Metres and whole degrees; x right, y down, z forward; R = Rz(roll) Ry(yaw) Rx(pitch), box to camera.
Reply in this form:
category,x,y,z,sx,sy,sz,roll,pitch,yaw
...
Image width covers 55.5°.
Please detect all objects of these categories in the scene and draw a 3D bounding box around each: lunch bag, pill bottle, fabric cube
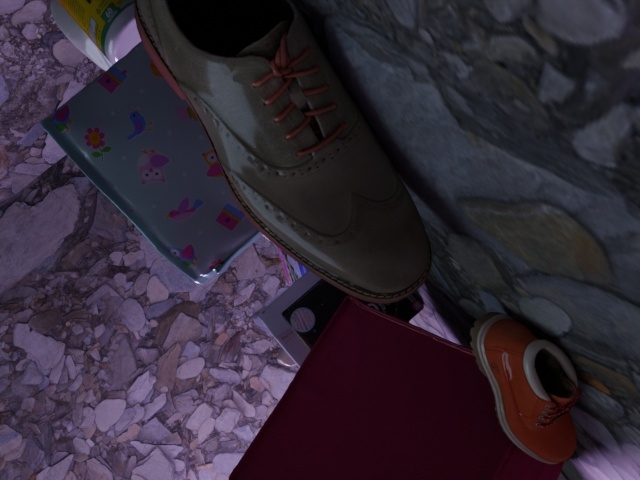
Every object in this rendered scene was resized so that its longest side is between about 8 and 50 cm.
category,x,y,z,sx,sy,sz,roll,pitch,yaw
lunch bag,-0.151,-0.105,0.743,0.262,0.223,0.160,49,179,-9
pill bottle,-0.295,-0.341,0.846,0.208,0.117,0.117,49,173,16
fabric cube,0.105,0.263,0.710,0.254,0.259,0.258,21,157,37

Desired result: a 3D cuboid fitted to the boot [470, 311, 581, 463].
category,x,y,z,sx,sy,sz,roll,pitch,yaw
boot,0.191,0.139,0.521,0.158,0.059,0.084,60,165,-16

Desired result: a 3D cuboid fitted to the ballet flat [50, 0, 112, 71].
category,x,y,z,sx,sy,sz,roll,pitch,yaw
ballet flat,-0.338,-0.352,1.141,0.400,0.139,0.139,46,174,-2

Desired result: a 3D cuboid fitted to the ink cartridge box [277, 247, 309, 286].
category,x,y,z,sx,sy,sz,roll,pitch,yaw
ink cartridge box,-0.029,0.063,1.360,0.311,0.065,0.185,-153,44,-68

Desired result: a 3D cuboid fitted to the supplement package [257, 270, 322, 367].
category,x,y,z,sx,sy,sz,roll,pitch,yaw
supplement package,0.029,0.169,1.149,0.203,0.194,0.149,52,172,-19

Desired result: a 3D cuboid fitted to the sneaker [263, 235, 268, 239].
category,x,y,z,sx,sy,sz,roll,pitch,yaw
sneaker,-0.158,-0.110,1.184,0.127,0.126,0.321,37,168,39

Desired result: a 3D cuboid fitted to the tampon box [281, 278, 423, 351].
category,x,y,z,sx,sy,sz,roll,pitch,yaw
tampon box,0.042,0.101,0.878,0.120,0.161,0.101,49,173,0

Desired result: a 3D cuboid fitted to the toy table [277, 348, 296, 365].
category,x,y,z,sx,sy,sz,roll,pitch,yaw
toy table,0.022,0.222,1.479,0.161,0.252,0.274,40,148,-22

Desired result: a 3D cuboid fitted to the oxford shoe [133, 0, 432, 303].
category,x,y,z,sx,sy,sz,roll,pitch,yaw
oxford shoe,-0.032,-0.094,0.466,0.348,0.123,0.130,49,168,0

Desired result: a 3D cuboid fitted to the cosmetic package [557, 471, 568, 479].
category,x,y,z,sx,sy,sz,roll,pitch,yaw
cosmetic package,0.242,0.318,0.980,0.160,0.113,0.309,52,174,-18
